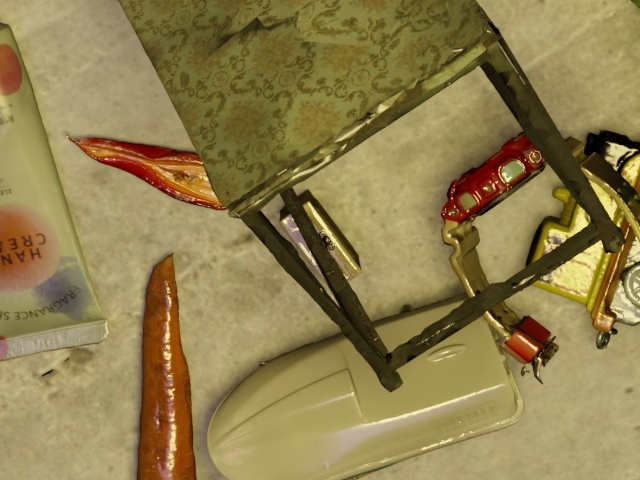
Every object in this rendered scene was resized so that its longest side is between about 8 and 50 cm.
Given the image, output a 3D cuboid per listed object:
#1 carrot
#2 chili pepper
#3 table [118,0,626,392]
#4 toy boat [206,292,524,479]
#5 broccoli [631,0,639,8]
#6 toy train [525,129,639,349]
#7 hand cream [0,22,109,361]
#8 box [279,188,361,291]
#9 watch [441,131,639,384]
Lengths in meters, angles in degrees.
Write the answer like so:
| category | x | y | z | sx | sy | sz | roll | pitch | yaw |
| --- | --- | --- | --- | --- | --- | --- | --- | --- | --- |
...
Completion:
| category | x | y | z | sx | sy | sz | roll | pitch | yaw |
| --- | --- | --- | --- | --- | --- | --- | --- | --- | --- |
| carrot | -0.143 | 0.122 | 1.550 | 0.057 | 0.057 | 0.224 | -2 | 97 | 0 |
| chili pepper | -0.141 | -0.063 | 1.526 | 0.178 | 0.027 | 0.045 | 15 | 95 | -3 |
| table | 0.026 | -0.116 | 1.317 | 0.222 | 0.335 | 0.272 | -33 | 138 | 6 |
| toy boat | 0.040 | 0.148 | 1.513 | 0.269 | 0.141 | 0.140 | -25 | 99 | 11 |
| broccoli | 0.377 | -0.249 | 1.365 | 0.321 | 0.310 | 0.413 | -46 | 132 | 13 |
| toy train | 0.258 | -0.014 | 1.508 | 0.127 | 0.089 | 0.219 | 18 | 101 | 7 |
| hand cream | -0.283 | -0.057 | 1.510 | 0.124 | 0.078 | 0.340 | -11 | 104 | 1 |
| box | 0.000 | 0.000 | 1.509 | 0.035 | 0.083 | 0.079 | -36 | 97 | 6 |
| watch | 0.213 | 0.036 | 1.445 | 0.165 | 0.102 | 0.268 | -26 | 93 | 26 |
